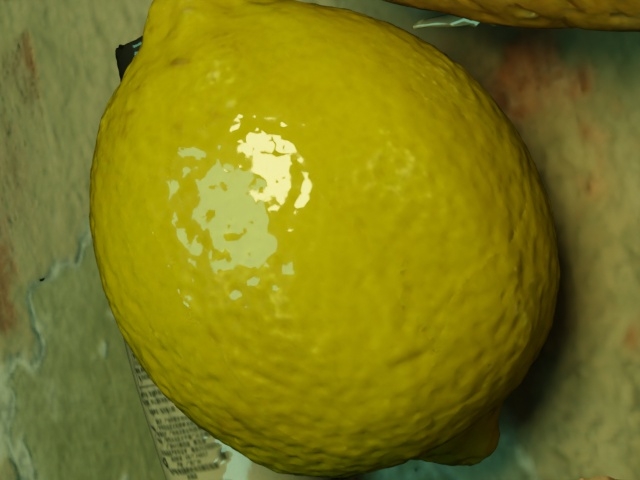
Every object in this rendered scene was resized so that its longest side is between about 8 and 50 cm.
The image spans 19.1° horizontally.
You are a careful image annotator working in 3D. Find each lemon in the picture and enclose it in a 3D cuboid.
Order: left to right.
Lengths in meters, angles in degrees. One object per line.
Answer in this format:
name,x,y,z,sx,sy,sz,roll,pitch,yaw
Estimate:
lemon,0.000,0.000,0.786,0.187,0.187,0.244,-10,119,46

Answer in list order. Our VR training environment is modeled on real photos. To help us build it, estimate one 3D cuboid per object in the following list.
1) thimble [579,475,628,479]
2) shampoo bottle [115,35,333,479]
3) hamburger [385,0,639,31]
thimble,0.125,0.219,0.679,0.239,0.239,0.162,48,128,29
shampoo bottle,-0.055,0.023,0.929,0.127,0.078,0.256,-14,89,51
hamburger,0.098,-0.167,0.694,0.245,0.155,0.282,43,136,18
